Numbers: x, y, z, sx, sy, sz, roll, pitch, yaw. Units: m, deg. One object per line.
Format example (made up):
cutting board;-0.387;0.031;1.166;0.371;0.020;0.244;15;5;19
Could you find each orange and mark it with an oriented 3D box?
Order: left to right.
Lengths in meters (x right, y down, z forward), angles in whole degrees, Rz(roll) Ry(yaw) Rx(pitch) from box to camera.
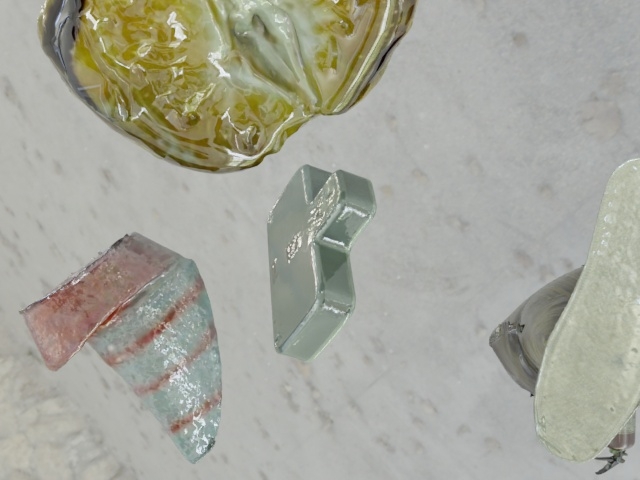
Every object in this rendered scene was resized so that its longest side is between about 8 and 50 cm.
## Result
orange;-0.078;-0.231;0.708;0.369;0.210;0.271;-26;122;18

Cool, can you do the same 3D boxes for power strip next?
power strip;0.001;0.000;0.899;0.193;0.059;0.264;-54;28;35

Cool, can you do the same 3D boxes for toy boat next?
toy boat;-0.196;0.139;0.855;0.282;0.206;0.096;55;169;-13

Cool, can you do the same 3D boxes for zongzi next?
zongzi;0.499;0.109;1.181;0.207;0.404;0.432;60;179;18

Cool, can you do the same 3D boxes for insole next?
insole;0.176;0.044;0.433;0.063;0.010;0.191;17;98;31

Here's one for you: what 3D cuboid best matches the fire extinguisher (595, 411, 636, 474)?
fire extinguisher;0.583;0.356;1.440;0.071;0.099;0.231;-156;66;-76
